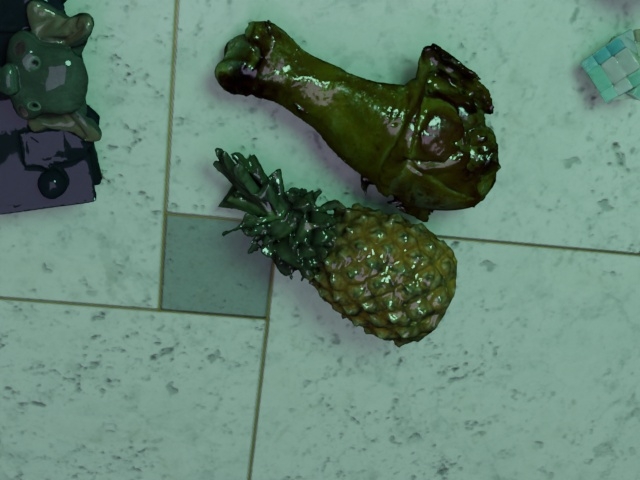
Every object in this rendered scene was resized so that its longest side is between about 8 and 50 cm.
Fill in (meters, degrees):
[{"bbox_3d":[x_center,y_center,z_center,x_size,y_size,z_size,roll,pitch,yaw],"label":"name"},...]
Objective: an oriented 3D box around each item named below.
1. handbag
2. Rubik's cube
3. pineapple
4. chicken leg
[{"bbox_3d":[-0.375,-0.187,1.096,0.269,0.118,0.325,-7,119,-1],"label":"handbag"},{"bbox_3d":[0.367,-0.208,1.149,0.075,0.073,0.084,-13,104,42],"label":"Rubik's cube"},{"bbox_3d":[0.000,0.000,1.190,0.340,0.169,0.169,28,112,-13],"label":"pineapple"},{"bbox_3d":[0.074,-0.156,1.120,0.361,0.140,0.211,34,119,-22],"label":"chicken leg"}]
